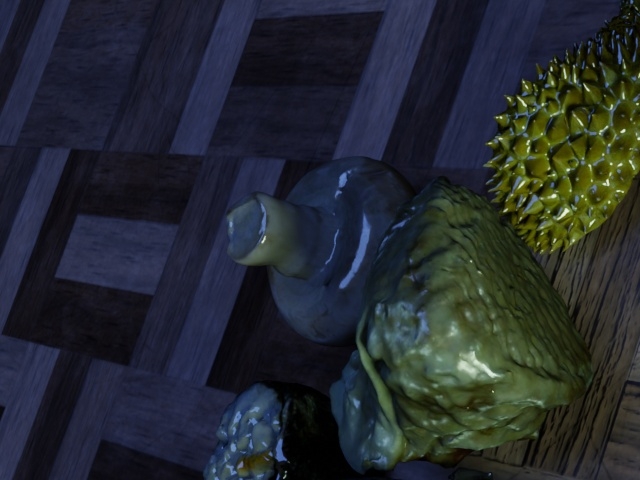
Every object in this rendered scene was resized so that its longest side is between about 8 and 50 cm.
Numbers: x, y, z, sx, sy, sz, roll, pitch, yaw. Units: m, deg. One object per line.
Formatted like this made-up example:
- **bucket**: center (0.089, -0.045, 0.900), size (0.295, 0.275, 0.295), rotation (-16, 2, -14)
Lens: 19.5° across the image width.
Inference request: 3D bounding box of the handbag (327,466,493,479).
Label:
- **handbag**: center (0.089, 0.327, 1.926), size (0.254, 0.181, 0.181), rotation (151, 122, -67)

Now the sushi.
- **sushi**: center (-0.053, 0.337, 2.152), size (0.211, 0.171, 0.350), rotation (-4, 65, 56)

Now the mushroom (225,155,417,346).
- **mushroom**: center (0.000, 0.000, 2.248), size (0.243, 0.243, 0.243), rotation (-33, 45, 40)

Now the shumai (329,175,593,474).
- **shumai**: center (0.101, 0.128, 1.941), size (0.288, 0.292, 0.330), rotation (-34, 6, 21)

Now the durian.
- **durian**: center (0.293, -0.120, 2.016), size (0.172, 0.166, 0.306), rotation (26, 98, 27)
